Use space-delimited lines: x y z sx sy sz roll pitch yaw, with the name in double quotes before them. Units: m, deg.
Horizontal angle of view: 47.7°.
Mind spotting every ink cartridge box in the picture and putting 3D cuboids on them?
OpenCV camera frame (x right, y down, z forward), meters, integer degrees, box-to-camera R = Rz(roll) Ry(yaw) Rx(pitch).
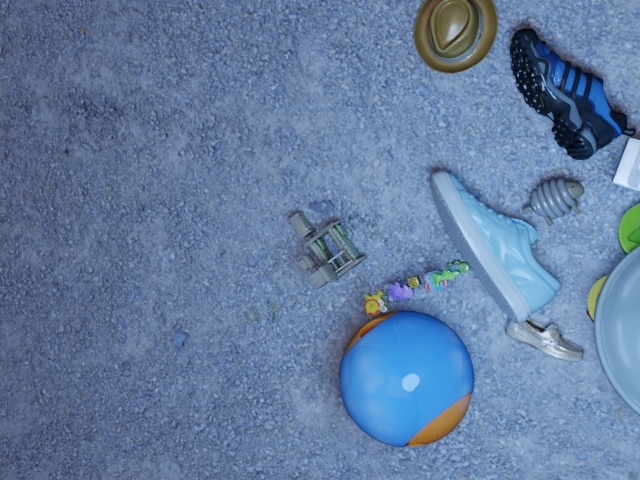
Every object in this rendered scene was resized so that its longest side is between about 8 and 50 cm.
"ink cartridge box" 0.627 -0.142 1.408 0.090 0.143 0.092 20 103 18

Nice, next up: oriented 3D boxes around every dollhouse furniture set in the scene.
"dollhouse furniture set" 0.000 0.000 1.651 0.101 0.161 0.182 -38 83 20

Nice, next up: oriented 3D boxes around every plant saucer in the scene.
"plant saucer" 0.710 0.163 1.308 0.400 0.100 0.401 -3 77 12

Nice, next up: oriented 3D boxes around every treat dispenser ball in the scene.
"treat dispenser ball" 0.182 0.293 1.549 0.288 0.288 0.288 2 97 20

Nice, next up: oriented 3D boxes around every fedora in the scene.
"fedora" 0.281 -0.453 1.538 0.194 0.079 0.194 3 98 21

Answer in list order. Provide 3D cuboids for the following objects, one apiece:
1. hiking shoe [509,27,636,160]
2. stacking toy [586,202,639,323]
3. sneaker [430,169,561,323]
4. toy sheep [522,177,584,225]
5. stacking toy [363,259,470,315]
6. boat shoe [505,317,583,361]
"hiking shoe" 0.499 -0.310 1.476 0.132 0.113 0.304 -26 79 -9
"stacking toy" 0.702 0.084 1.451 0.309 0.130 0.280 14 79 14
"sneaker" 0.374 -0.011 1.547 0.150 0.135 0.366 -31 82 -5
"toy sheep" 0.482 -0.083 1.503 0.132 0.091 0.091 -28 86 26
"stacking toy" 0.215 0.101 1.579 0.221 0.167 0.052 -20 89 21
"boat shoe" 0.482 0.203 1.546 0.170 0.063 0.059 22 109 18
